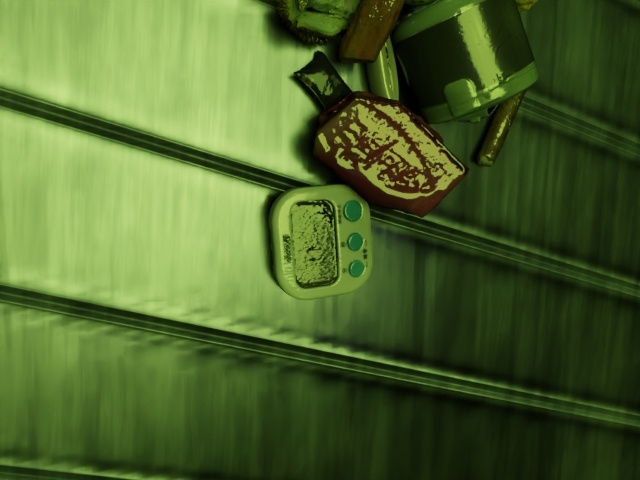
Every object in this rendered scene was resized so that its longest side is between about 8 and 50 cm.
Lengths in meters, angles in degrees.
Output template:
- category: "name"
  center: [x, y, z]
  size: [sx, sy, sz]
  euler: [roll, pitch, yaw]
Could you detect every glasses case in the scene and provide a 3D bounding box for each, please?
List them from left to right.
- category: "glasses case"
  center: [0.140, -0.395, 1.298]
  size: [0.051, 0.081, 0.204]
  euler: [-14, 103, -17]

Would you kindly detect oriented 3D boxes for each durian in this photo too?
- category: "durian"
  center: [0.004, -0.521, 1.213]
  size: [0.193, 0.237, 0.138]
  euler: [-47, 65, 13]

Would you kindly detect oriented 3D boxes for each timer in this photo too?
- category: "timer"
  center: [0.000, 0.000, 1.304]
  size: [0.237, 0.087, 0.262]
  euler: [-7, 99, -17]

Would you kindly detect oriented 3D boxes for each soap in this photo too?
- category: "soap"
  center: [0.144, -0.197, 1.246]
  size: [0.325, 0.127, 0.220]
  euler: [42, 103, -9]

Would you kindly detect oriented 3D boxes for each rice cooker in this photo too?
- category: "rice cooker"
  center: [0.322, -0.407, 1.257]
  size: [0.288, 0.288, 0.277]
  euler: [-29, 106, -12]

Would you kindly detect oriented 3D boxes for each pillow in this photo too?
- category: "pillow"
  center: [0.016, -0.351, 1.280]
  size: [0.090, 0.048, 0.150]
  euler: [-41, 107, -1]

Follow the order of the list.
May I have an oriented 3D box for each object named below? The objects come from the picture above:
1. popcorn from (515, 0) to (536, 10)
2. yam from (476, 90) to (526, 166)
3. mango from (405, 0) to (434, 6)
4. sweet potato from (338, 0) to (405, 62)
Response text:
- category: "popcorn"
  center: [0.460, -0.614, 1.329]
  size: [0.152, 0.167, 0.148]
  euler: [-27, 143, -31]
- category: "yam"
  center: [0.461, -0.298, 1.424]
  size: [0.057, 0.057, 0.241]
  euler: [26, 89, -19]
- category: "mango"
  center: [0.247, -0.638, 1.244]
  size: [0.143, 0.175, 0.293]
  euler: [26, 65, 12]
- category: "sweet potato"
  center: [0.122, -0.472, 1.187]
  size: [0.097, 0.097, 0.251]
  euler: [22, 125, -19]
